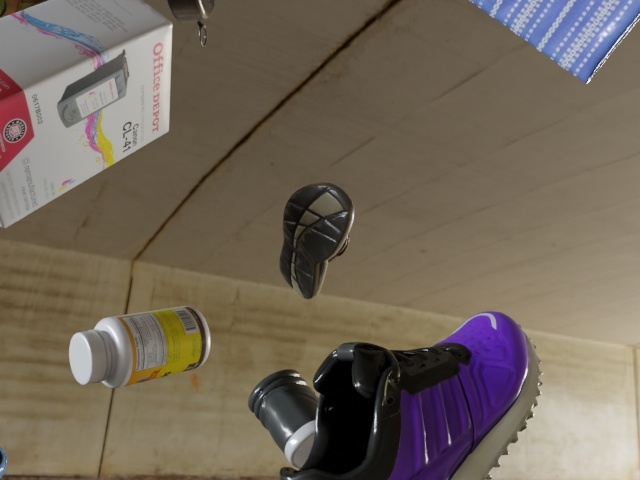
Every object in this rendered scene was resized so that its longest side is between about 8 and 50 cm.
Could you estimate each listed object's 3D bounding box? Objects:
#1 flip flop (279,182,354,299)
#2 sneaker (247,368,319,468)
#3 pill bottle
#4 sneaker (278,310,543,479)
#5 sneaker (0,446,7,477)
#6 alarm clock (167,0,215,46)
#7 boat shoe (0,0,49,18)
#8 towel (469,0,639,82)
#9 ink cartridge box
[{"bbox_3d":[0.000,0.000,0.925,0.080,0.112,0.277,-31,-24,-27],"label":"flip flop"},{"bbox_3d":[-0.010,0.287,0.894,0.147,0.105,0.295,46,-8,38],"label":"sneaker"},{"bbox_3d":[-0.304,0.181,0.995,0.117,0.117,0.215,-10,-5,44],"label":"pill bottle"},{"bbox_3d":[0.075,0.127,0.477,0.146,0.293,0.102,53,-39,-8],"label":"sneaker"},{"bbox_3d":[-0.464,0.231,0.714,0.188,0.067,0.078,28,-27,19],"label":"sneaker"},{"bbox_3d":[-0.214,-0.419,0.985,0.064,0.129,0.192,0,-44,5],"label":"alarm clock"},{"bbox_3d":[-0.441,-0.445,0.780,0.111,0.307,0.104,-15,8,24],"label":"boat shoe"},{"bbox_3d":[0.232,-0.368,0.638,0.040,0.336,0.243,-29,-24,-44],"label":"towel"},{"bbox_3d":[-0.361,-0.193,0.808,0.131,0.306,0.226,40,-35,13],"label":"ink cartridge box"}]
